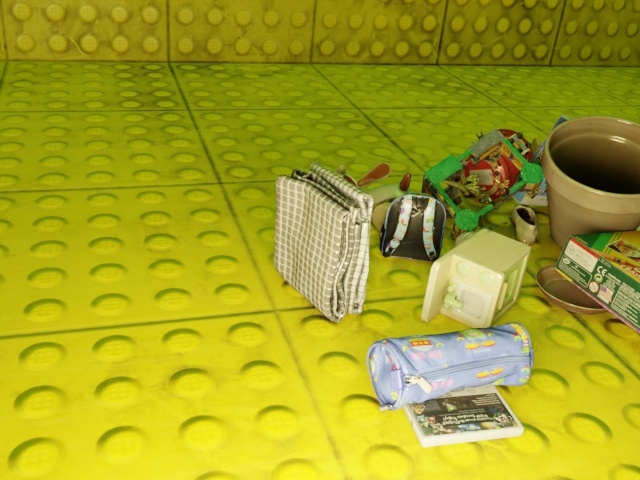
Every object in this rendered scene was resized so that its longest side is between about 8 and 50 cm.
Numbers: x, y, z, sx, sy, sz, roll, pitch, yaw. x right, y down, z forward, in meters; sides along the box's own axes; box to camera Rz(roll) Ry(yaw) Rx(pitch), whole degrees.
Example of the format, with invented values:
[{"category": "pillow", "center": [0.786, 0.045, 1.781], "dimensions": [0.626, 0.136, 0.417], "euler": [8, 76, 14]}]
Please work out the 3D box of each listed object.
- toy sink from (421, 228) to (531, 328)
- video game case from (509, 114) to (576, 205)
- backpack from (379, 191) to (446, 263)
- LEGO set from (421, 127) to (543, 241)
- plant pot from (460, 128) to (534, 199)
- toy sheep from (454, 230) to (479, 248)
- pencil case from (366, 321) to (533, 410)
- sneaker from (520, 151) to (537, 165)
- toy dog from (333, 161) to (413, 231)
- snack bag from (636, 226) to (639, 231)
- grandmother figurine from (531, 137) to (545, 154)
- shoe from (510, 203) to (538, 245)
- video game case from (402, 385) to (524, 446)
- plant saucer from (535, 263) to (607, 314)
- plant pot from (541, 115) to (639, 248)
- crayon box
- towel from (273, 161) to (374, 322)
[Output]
[{"category": "toy sink", "center": [0.343, 0.096, 1.530], "dimensions": [0.131, 0.152, 0.234], "euler": [25, 33, 31]}, {"category": "video game case", "center": [0.702, -0.215, 2.005], "dimensions": [0.244, 0.269, 0.061], "euler": [1, 42, -35]}, {"category": "backpack", "center": [0.230, -0.046, 1.749], "dimensions": [0.158, 0.173, 0.117], "euler": [6, 28, 2]}, {"category": "LEGO set", "center": [0.432, -0.139, 1.940], "dimensions": [0.331, 0.192, 0.255], "euler": [-42, 73, -9]}, {"category": "plant pot", "center": [0.520, -0.225, 2.124], "dimensions": [0.191, 0.191, 0.174], "euler": [26, 36, 33]}, {"category": "toy sheep", "center": [0.380, 0.018, 1.757], "dimensions": [0.091, 0.091, 0.132], "euler": [-9, 18, -26]}, {"category": "pencil case", "center": [0.236, 0.220, 1.260], "dimensions": [0.306, 0.119, 0.133], "euler": [-5, 6, -20]}, {"category": "sneaker", "center": [0.709, -0.249, 2.258], "dimensions": [0.121, 0.112, 0.299], "euler": [-3, 16, -13]}, {"category": "toy dog", "center": [0.148, -0.146, 1.934], "dimensions": [0.334, 0.161, 0.220], "euler": [18, 30, 21]}, {"category": "snack bag", "center": [0.898, -0.039, 2.008], "dimensions": [0.343, 0.037, 0.323], "euler": [16, 30, 19]}, {"category": "grandmother figurine", "center": [0.915, -0.296, 2.429], "dimensions": [0.342, 0.104, 0.208], "euler": [1, 37, -4]}, {"category": "shoe", "center": [0.572, -0.059, 1.959], "dimensions": [0.077, 0.058, 0.219], "euler": [9, 28, 6]}, {"category": "video game case", "center": [0.241, 0.296, 1.274], "dimensions": [0.190, 0.022, 0.173], "euler": [-2, 28, -15]}, {"category": "plant saucer", "center": [0.602, 0.120, 1.656], "dimensions": [0.199, 0.036, 0.198], "euler": [5, 27, -2]}, {"category": "plant pot", "center": [0.714, -0.114, 1.812], "dimensions": [0.323, 0.280, 0.323], "euler": [-1, 43, 1]}, {"category": "crayon box", "center": [0.772, 0.108, 1.579], "dimensions": [0.313, 0.106, 0.363], "euler": [-5, 33, -32]}, {"category": "towel", "center": [0.000, 0.000, 1.505], "dimensions": [0.121, 0.283, 0.235], "euler": [-14, 33, -30]}]
